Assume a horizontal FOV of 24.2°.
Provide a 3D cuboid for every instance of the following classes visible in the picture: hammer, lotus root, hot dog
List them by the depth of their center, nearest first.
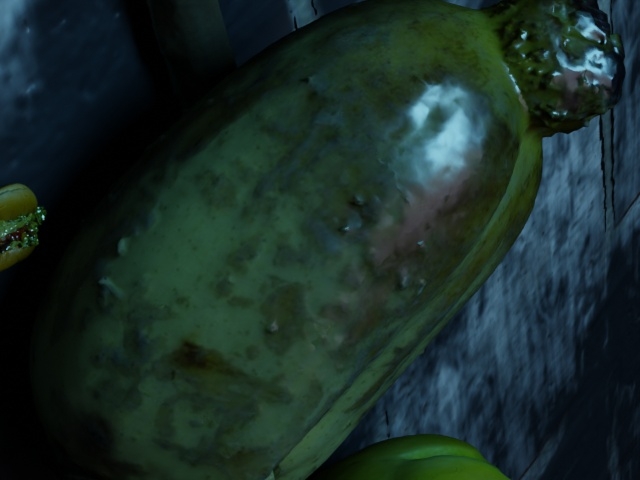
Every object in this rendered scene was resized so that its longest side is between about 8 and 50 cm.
[{"bbox_3d":[-0.139,0.002,0.596,0.083,0.021,0.037,-30,133,-47],"label":"hot dog"},{"bbox_3d":[-0.067,-0.134,0.602,0.125,0.027,0.297,-22,141,-8],"label":"hammer"},{"bbox_3d":[0.000,0.000,0.653,0.309,0.173,0.173,-46,149,2],"label":"lotus root"}]

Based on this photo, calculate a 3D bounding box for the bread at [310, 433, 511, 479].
[{"bbox_3d":[0.035,0.301,0.845,0.251,0.208,0.376,50,52,-48],"label":"bread"}]
